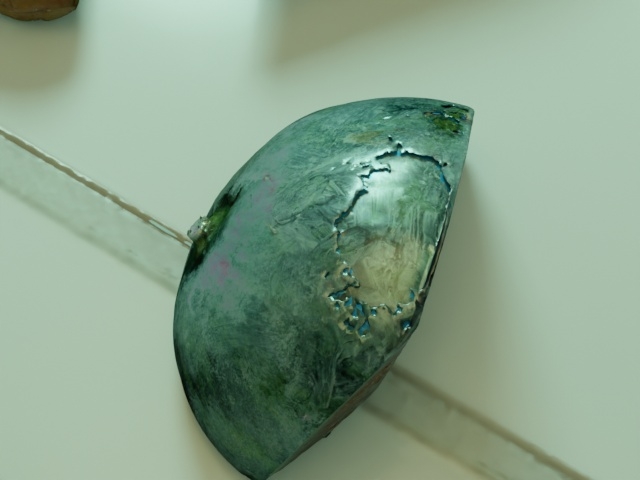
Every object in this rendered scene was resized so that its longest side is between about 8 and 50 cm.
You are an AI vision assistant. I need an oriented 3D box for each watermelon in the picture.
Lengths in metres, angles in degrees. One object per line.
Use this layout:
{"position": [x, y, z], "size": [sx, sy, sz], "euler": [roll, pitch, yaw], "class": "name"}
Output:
{"position": [-0.006, -0.002, 1.230], "size": [0.175, 0.188, 0.321], "euler": [20, 64, 0], "class": "watermelon"}

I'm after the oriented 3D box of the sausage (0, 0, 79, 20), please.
{"position": [-0.227, -0.313, 1.420], "size": [0.109, 0.109, 0.270], "euler": [9, 67, 4], "class": "sausage"}
